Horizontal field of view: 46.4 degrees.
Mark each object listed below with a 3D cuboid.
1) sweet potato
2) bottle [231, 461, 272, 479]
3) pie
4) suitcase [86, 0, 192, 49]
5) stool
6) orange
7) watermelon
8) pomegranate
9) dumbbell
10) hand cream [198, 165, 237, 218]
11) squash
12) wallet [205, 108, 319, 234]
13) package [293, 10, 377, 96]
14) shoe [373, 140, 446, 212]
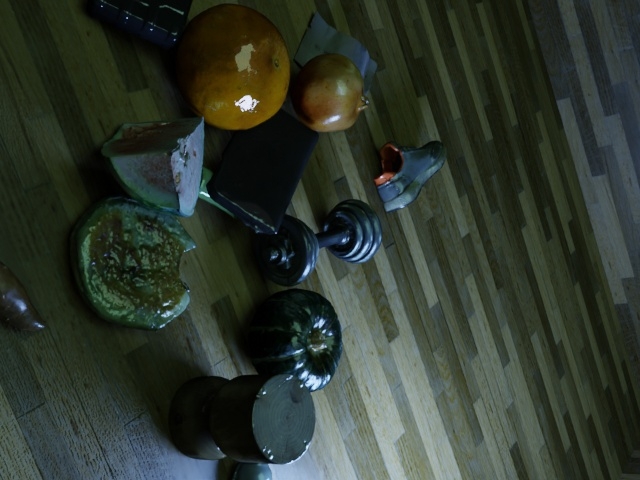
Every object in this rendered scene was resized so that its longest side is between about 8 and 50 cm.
[{"bbox_3d":[-0.582,0.065,1.272,0.292,0.097,0.097,38,55,-38],"label":"sweet potato"},{"bbox_3d":[-0.154,0.616,1.653,0.096,0.079,0.254,3,79,-9],"label":"bottle"},{"bbox_3d":[-0.376,0.043,1.528,0.302,0.067,0.302,16,68,-45],"label":"pie"},{"bbox_3d":[-0.371,-0.572,1.625,0.206,0.066,0.286,21,65,-22],"label":"suitcase"},{"bbox_3d":[-0.163,0.367,1.549,0.179,0.264,0.179,14,71,-47],"label":"stool"},{"bbox_3d":[-0.194,-0.392,1.704,0.284,0.226,0.284,0,90,-56],"label":"orange"},{"bbox_3d":[-0.319,-0.168,1.546,0.224,0.180,0.305,44,20,-16],"label":"watermelon"},{"bbox_3d":[0.020,-0.388,1.970,0.209,0.209,0.209,13,72,-47],"label":"pomegranate"},{"bbox_3d":[0.000,0.000,1.882,0.406,0.179,0.179,-15,93,-50],"label":"dumbbell"},{"bbox_3d":[-0.251,-0.121,1.726,0.175,0.046,0.095,29,57,-47],"label":"hand cream"},{"bbox_3d":[-0.056,0.241,1.773,0.252,0.165,0.252,18,66,-46],"label":"squash"},{"bbox_3d":[-0.134,-0.186,1.788,0.197,0.051,0.377,32,47,-13],"label":"wallet"},{"bbox_3d":[0.044,-0.506,2.141,0.251,0.062,0.204,34,57,-24],"label":"package"},{"bbox_3d":[0.255,-0.239,2.278,0.171,0.132,0.336,52,50,-15],"label":"shoe"}]
